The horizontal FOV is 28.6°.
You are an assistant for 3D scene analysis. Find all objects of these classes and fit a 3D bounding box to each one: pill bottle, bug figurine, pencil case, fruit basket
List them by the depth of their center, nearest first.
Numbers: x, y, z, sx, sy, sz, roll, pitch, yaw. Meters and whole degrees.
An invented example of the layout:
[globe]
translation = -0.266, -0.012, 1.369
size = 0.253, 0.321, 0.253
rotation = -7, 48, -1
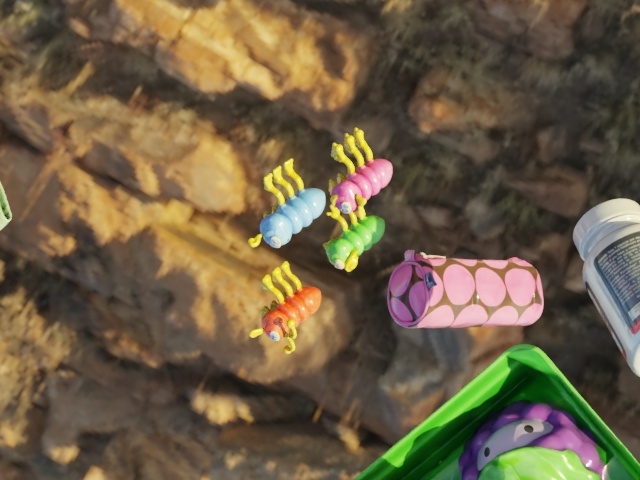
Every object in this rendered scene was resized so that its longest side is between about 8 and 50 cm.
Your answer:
[pill bottle]
translation = 0.334, 0.045, 1.296
size = 0.108, 0.180, 0.108
rotation = -11, 137, -10
[fruit basket]
translation = 0.175, 0.322, 1.370
size = 0.283, 0.392, 0.392
rotation = 51, 158, 19
[bug figurine]
translation = 0.000, 0.000, 1.429
size = 0.072, 0.216, 0.279
rotation = 38, 152, 22
[pencil case]
translation = 0.191, 0.064, 1.622
size = 0.209, 0.098, 0.095
rotation = 3, 168, -36

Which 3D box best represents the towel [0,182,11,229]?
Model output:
[towel]
translation = -0.544, -0.028, 1.648
size = 0.325, 0.248, 0.038
rotation = -39, 152, 23
